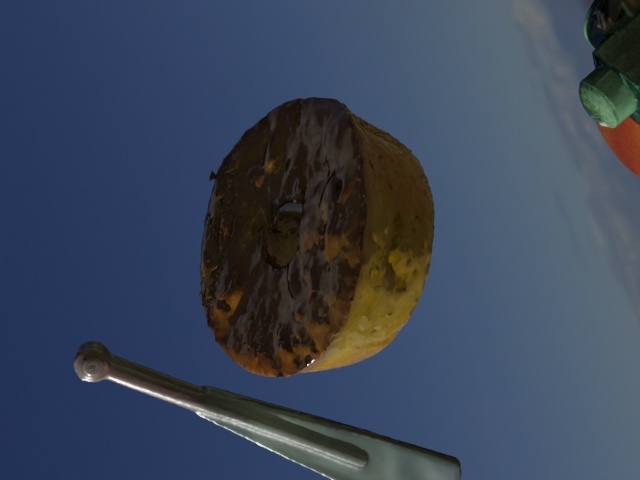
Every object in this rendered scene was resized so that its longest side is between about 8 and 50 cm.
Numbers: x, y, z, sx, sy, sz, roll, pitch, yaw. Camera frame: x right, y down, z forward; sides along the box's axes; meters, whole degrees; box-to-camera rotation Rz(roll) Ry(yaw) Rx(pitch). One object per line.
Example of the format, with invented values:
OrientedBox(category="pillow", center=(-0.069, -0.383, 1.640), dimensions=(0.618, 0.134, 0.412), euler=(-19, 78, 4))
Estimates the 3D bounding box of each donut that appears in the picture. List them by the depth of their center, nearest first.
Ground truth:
OrientedBox(category="donut", center=(-0.002, -0.001, 1.360), dimensions=(0.108, 0.277, 0.277), euler=(8, -128, -35))

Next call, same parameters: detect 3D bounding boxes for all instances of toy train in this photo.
OrientedBox(category="toy train", center=(0.314, -0.164, 1.110), dimensions=(0.116, 0.285, 0.177), euler=(44, 170, 34))

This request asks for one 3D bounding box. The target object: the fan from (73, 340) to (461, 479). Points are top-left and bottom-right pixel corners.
OrientedBox(category="fan", center=(-0.034, 0.127, 0.963), dimensions=(0.282, 0.057, 0.023), euler=(21, -153, -19))
